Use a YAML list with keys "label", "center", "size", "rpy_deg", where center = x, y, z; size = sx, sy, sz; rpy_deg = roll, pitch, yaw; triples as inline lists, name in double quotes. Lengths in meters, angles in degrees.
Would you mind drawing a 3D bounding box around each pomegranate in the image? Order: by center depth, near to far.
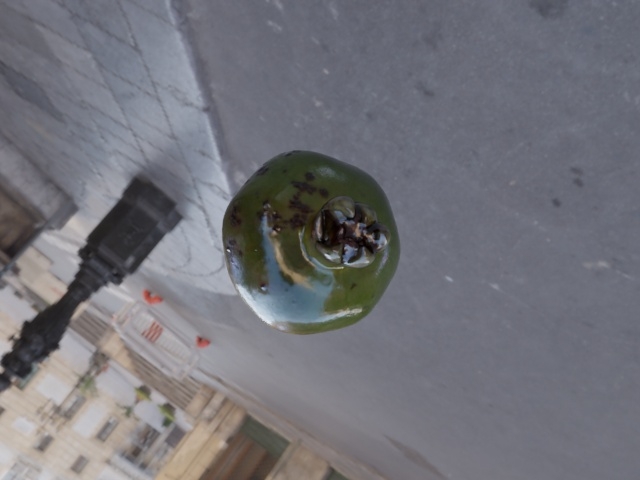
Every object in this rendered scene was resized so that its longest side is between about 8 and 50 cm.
- label: "pomegranate"
  center: [0.004, 0.010, 0.674]
  size: [0.210, 0.179, 0.179]
  rpy_deg: [34, 167, 52]
